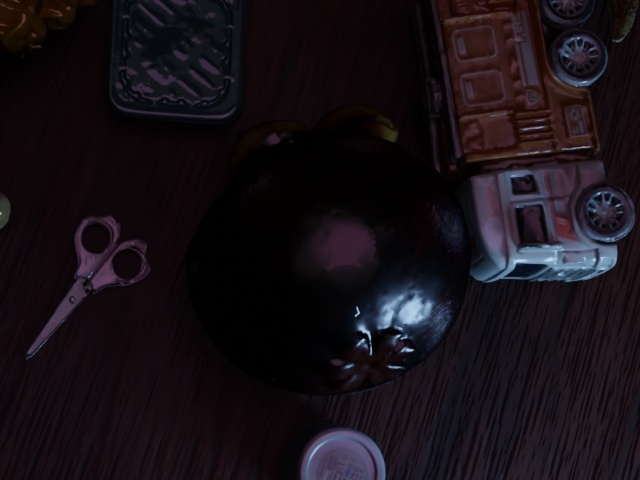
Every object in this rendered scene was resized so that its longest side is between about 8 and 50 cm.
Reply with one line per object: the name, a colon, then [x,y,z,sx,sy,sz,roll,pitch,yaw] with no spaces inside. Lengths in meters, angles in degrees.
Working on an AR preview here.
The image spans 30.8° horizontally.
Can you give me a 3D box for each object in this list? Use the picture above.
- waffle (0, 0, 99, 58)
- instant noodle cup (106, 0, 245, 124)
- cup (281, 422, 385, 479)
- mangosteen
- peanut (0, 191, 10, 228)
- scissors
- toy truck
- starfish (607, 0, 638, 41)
waffle: [-0.402,-0.312,1.256,0.329,0.062,0.329,14,47,-16]
instant noodle cup: [-0.170,-0.220,1.365,0.157,0.070,0.179,4,81,-11]
cup: [0.020,0.272,1.297,0.099,0.133,0.136,-23,87,-12]
mangosteen: [0.000,0.000,1.272,0.307,0.307,0.347,-13,53,-15]
peanut: [-0.435,-0.045,1.272,0.187,0.082,0.082,3,80,-13]
scissors: [-0.276,0.059,1.324,0.100,0.015,0.189,39,76,-7]
toy truck: [0.228,-0.138,1.397,0.207,0.173,0.387,-7,80,-8]
starfish: [0.412,-0.381,1.532,0.236,0.062,0.277,32,77,-5]
